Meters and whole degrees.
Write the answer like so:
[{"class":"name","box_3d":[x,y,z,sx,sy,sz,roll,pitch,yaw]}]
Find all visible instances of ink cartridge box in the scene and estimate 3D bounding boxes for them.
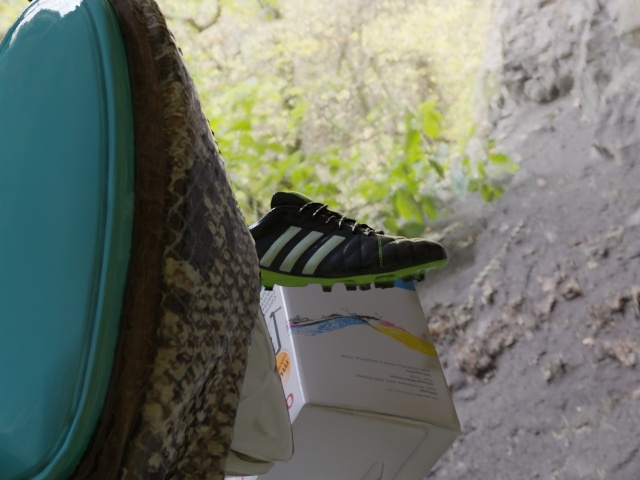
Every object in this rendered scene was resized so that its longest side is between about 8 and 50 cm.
[{"class":"ink cartridge box","box_3d":[0.008,0.143,1.022,0.232,0.168,0.171,-105,35,-47]}]

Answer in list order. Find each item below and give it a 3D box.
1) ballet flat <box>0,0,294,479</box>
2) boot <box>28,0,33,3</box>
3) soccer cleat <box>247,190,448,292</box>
[{"class":"ballet flat","box_3d":[-0.091,0.133,0.400,0.164,0.182,0.482,-17,57,38]},{"class":"boot","box_3d":[-0.258,-0.243,0.907,0.099,0.121,0.045,43,101,13]},{"class":"soccer cleat","box_3d":[0.000,0.000,0.703,0.179,0.060,0.072,-2,88,20]}]
